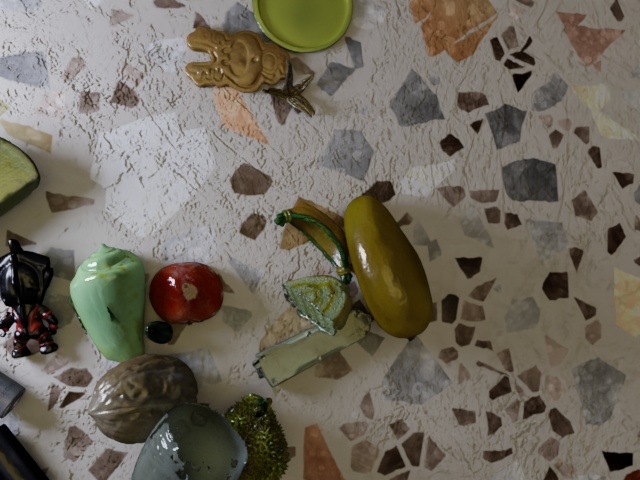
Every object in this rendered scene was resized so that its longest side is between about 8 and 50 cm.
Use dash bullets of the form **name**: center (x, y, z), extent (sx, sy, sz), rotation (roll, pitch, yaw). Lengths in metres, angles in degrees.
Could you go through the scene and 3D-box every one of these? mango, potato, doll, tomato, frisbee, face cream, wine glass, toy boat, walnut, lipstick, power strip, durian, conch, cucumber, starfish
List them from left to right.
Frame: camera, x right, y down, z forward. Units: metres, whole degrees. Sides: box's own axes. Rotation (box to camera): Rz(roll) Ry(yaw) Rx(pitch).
- **face cream**: center (-0.739, 0.254, 1.315), extent (0.283, 0.073, 0.073), rotation (36, 82, -4)
- **potato**: center (-0.703, -0.105, 1.332), extent (0.255, 0.112, 0.269), rotation (-12, 90, -12)
- **doll**: center (-0.614, 0.118, 1.343), extent (0.127, 0.088, 0.248), rotation (-16, 98, -29)
- **lipstick**: center (-0.552, 0.558, 1.317), extent (0.077, 0.077, 0.418), rotation (-35, 93, -9)
- **conch**: center (-0.445, 0.132, 1.357), extent (0.143, 0.137, 0.250), rotation (-1, 106, -34)
- **walnut**: center (-0.356, 0.319, 1.304), extent (0.230, 0.178, 0.178), rotation (-4, 85, -42)
- **cucumber**: center (-0.343, 0.191, 1.364), extent (0.048, 0.105, 0.048), rotation (0, 77, -1)
- **wine glass**: center (-0.291, 0.480, 1.227), extent (0.190, 0.190, 0.357), rotation (36, 104, -4)
- **tomato**: center (-0.289, 0.113, 1.381), extent (0.159, 0.091, 0.139), rotation (-3, 85, -6)
- **durian**: center (-0.150, 0.423, 1.355), extent (0.159, 0.146, 0.198), rotation (-17, 83, 7)
- **starfish**: center (-0.075, -0.339, 1.468), extent (0.130, 0.041, 0.133), rotation (-7, 89, -21)
- **frisbee**: center (-0.041, -0.548, 1.504), extent (0.236, 0.017, 0.235), rotation (1, 85, -9)
- **power strip**: center (-0.012, 0.229, 1.432), extent (0.286, 0.048, 0.080), rotation (-26, 92, -9)
- **toy boat**: center (0.000, 0.000, 1.429), extent (0.229, 0.089, 0.088), rotation (41, 66, -14)
- **mango**: center (0.139, 0.056, 1.396), extent (0.142, 0.195, 0.331), rotation (-26, 87, 14)

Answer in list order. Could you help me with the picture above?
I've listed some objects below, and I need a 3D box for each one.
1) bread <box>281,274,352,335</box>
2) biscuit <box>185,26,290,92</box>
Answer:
- **bread**: center (0.005, 0.120, 1.404), extent (0.156, 0.103, 0.110), rotation (34, 68, 27)
- **biscuit**: center (-0.186, -0.406, 1.467), extent (0.236, 0.040, 0.144), rotation (3, 91, -6)
